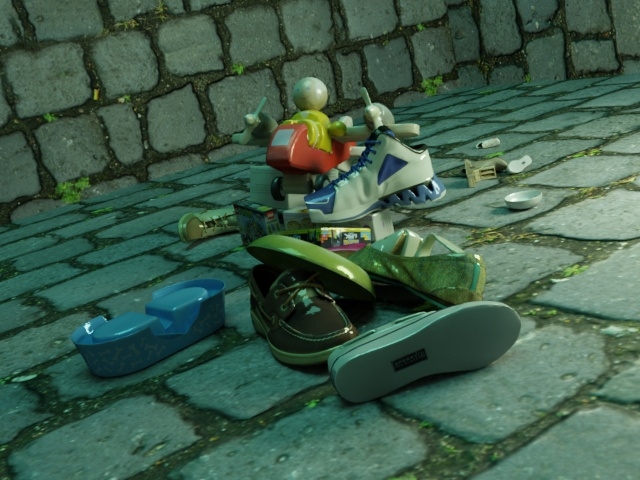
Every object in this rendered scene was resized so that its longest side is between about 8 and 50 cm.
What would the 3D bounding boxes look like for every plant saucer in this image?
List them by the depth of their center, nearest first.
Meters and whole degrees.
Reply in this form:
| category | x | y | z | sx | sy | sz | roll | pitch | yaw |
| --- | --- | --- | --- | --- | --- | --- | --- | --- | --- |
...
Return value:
| category | x | y | z | sx | sy | sz | roll | pitch | yaw |
| --- | --- | --- | --- | --- | --- | --- | --- | --- | --- |
| plant saucer | -0.011 | 0.043 | 1.366 | 0.240 | 0.037 | 0.241 | 20 | -12 | 5 |

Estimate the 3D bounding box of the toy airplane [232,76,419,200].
| category | x | y | z | sx | sy | sz | roll | pitch | yaw |
| --- | --- | --- | --- | --- | --- | --- | --- | --- | --- |
| toy airplane | 0.002 | -0.270 | 1.962 | 0.386 | 0.273 | 0.384 | -13 | 16 | -17 |

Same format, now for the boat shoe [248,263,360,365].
| category | x | y | z | sx | sy | sz | roll | pitch | yaw |
| --- | --- | --- | --- | --- | --- | --- | --- | --- | --- |
| boat shoe | -0.042 | 0.106 | 1.289 | 0.123 | 0.123 | 0.342 | -17 | 15 | -17 |

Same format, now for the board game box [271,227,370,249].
| category | x | y | z | sx | sy | sz | roll | pitch | yaw |
| --- | --- | --- | --- | --- | --- | --- | --- | --- | --- |
| board game box | 0.000 | 0.000 | 1.694 | 0.141 | 0.048 | 0.170 | 1 | -3 | -39 |

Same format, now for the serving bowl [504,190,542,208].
| category | x | y | z | sx | sy | sz | roll | pitch | yaw |
| --- | --- | --- | --- | --- | --- | --- | --- | --- | --- |
| serving bowl | 0.456 | -0.088 | 1.777 | 0.083 | 0.027 | 0.083 | -12 | 14 | 3 |

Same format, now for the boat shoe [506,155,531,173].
| category | x | y | z | sx | sy | sz | roll | pitch | yaw |
| --- | --- | --- | --- | --- | --- | --- | --- | --- | --- |
| boat shoe | 0.529 | -0.200 | 2.137 | 0.100 | 0.035 | 0.035 | -30 | -5 | -39 |

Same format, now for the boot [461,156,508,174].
| category | x | y | z | sx | sy | sz | roll | pitch | yaw |
| --- | --- | --- | --- | --- | --- | --- | --- | --- | --- |
| boot | 0.450 | -0.197 | 2.181 | 0.087 | 0.042 | 0.118 | -25 | 17 | -19 |

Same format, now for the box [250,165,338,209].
| category | x | y | z | sx | sy | sz | roll | pitch | yaw |
| --- | --- | --- | --- | --- | --- | --- | --- | --- | --- |
| box | -0.074 | -0.149 | 2.195 | 0.181 | 0.119 | 0.181 | -5 | 8 | -39 |

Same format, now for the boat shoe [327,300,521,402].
| category | x | y | z | sx | sy | sz | roll | pitch | yaw |
| --- | --- | --- | --- | --- | --- | --- | --- | --- | --- |
| boat shoe | 0.137 | 0.141 | 1.084 | 0.267 | 0.096 | 0.088 | -23 | 20 | -5 |

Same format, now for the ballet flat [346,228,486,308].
| category | x | y | z | sx | sy | sz | roll | pitch | yaw |
| --- | --- | --- | --- | --- | --- | --- | --- | --- | --- |
| ballet flat | 0.161 | 0.039 | 1.364 | 0.123 | 0.123 | 0.348 | -20 | 17 | -24 |

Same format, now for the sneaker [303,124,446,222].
| category | x | y | z | sx | sy | sz | roll | pitch | yaw |
| --- | --- | --- | --- | --- | --- | --- | --- | --- | --- |
| sneaker | 0.109 | -0.156 | 1.765 | 0.315 | 0.182 | 0.127 | -13 | 13 | -2 |

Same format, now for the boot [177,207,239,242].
| category | x | y | z | sx | sy | sz | roll | pitch | yaw |
| --- | --- | --- | --- | --- | --- | --- | --- | --- | --- |
| boot | -0.275 | -0.048 | 2.148 | 0.165 | 0.077 | 0.213 | -5 | 10 | 22 |

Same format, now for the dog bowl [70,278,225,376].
| category | x | y | z | sx | sy | sz | roll | pitch | yaw |
| --- | --- | --- | --- | --- | --- | --- | --- | --- | --- |
| dog bowl | -0.296 | 0.155 | 1.424 | 0.297 | 0.074 | 0.166 | -25 | 19 | -40 |

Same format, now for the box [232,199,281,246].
| category | x | y | z | sx | sy | sz | roll | pitch | yaw |
| --- | --- | --- | --- | --- | --- | --- | --- | --- | --- |
| box | -0.149 | -0.032 | 1.912 | 0.036 | 0.114 | 0.207 | -19 | 15 | -22 |

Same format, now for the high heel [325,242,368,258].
| category | x | y | z | sx | sy | sz | roll | pitch | yaw |
| --- | --- | --- | --- | --- | --- | --- | --- | --- | --- |
| high heel | 0.006 | 0.055 | 1.529 | 0.244 | 0.082 | 0.117 | -7 | -2 | -36 |

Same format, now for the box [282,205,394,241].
| category | x | y | z | sx | sy | sz | roll | pitch | yaw |
| --- | --- | --- | --- | --- | --- | --- | --- | --- | --- |
| box | 0.035 | -0.044 | 1.897 | 0.063 | 0.067 | 0.324 | -25 | 20 | -38 |

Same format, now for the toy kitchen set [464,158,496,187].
| category | x | y | z | sx | sy | sz | roll | pitch | yaw |
| --- | --- | --- | --- | --- | --- | --- | --- | --- | --- |
| toy kitchen set | 0.422 | -0.186 | 2.093 | 0.075 | 0.068 | 0.083 | -9 | 15 | 13 |

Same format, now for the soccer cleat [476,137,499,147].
| category | x | y | z | sx | sy | sz | roll | pitch | yaw |
| --- | --- | --- | --- | --- | --- | --- | --- | --- | --- |
| soccer cleat | 0.537 | -0.309 | 2.539 | 0.035 | 0.029 | 0.083 | -35 | 22 | -36 |
